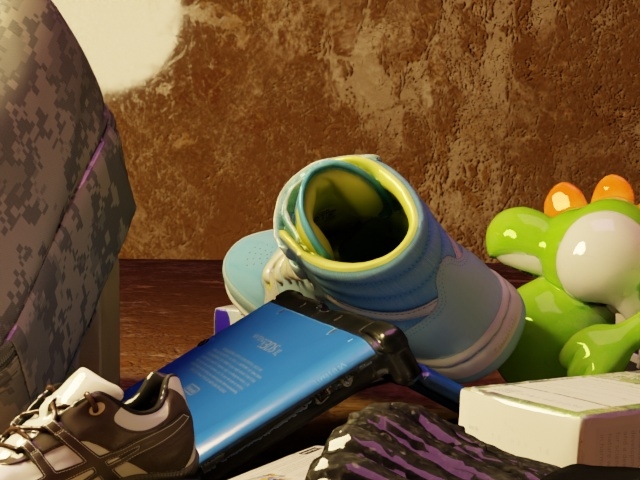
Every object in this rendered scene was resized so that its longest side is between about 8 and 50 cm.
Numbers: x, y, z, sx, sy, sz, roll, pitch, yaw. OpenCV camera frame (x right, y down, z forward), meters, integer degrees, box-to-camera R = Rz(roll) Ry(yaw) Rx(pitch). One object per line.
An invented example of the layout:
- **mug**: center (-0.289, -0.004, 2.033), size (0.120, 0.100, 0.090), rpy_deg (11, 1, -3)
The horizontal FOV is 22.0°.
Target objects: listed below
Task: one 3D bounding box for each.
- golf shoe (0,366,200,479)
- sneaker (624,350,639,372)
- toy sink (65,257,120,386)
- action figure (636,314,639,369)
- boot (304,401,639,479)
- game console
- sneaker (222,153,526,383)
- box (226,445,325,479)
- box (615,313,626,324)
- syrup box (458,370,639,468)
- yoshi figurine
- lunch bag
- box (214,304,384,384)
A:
- **golf shoe**: center (-0.154, 0.117, 0.906), size (0.198, 0.094, 0.077), rpy_deg (-4, 7, -44)
- **sneaker**: center (0.385, 0.086, 1.557), size (0.234, 0.097, 0.084), rpy_deg (1, 3, 1)
- **toy sink**: center (-0.250, 0.072, 1.349), size (0.153, 0.131, 0.234), rpy_deg (0, 4, -1)
- **action figure**: center (0.285, 0.091, 1.099), size (0.164, 0.141, 0.275), rpy_deg (5, 2, 7)
- **boot**: center (0.091, 0.122, 0.453), size (0.260, 0.131, 0.348), rpy_deg (9, -5, 17)
- **game console**: center (0.013, 0.139, 1.158), size (0.250, 0.173, 0.293), rpy_deg (-32, 10, -11)
- **sneaker**: center (0.000, 0.000, 1.349), size (0.319, 0.127, 0.208), rpy_deg (8, -29, 44)
- **box**: center (0.006, 0.148, 0.886), size (0.114, 0.036, 0.207), rpy_deg (2, 3, 24)
- **box**: center (0.387, 0.083, 1.649), size (0.275, 0.094, 0.113), rpy_deg (1, 3, 10)
- **syrup box**: center (0.191, 0.121, 0.878), size (0.237, 0.096, 0.093), rpy_deg (-1, 5, -35)
- **yoshi figurine**: center (0.288, 0.086, 1.365), size (0.362, 0.203, 0.203), rpy_deg (19, 54, 33)
- **lunch bag**: center (-0.275, -0.038, 1.151), size (0.212, 0.256, 0.305), rpy_deg (6, 46, 15)
- **box**: center (-0.010, 0.095, 1.532), size (0.137, 0.072, 0.126), rpy_deg (3, 5, 28)
